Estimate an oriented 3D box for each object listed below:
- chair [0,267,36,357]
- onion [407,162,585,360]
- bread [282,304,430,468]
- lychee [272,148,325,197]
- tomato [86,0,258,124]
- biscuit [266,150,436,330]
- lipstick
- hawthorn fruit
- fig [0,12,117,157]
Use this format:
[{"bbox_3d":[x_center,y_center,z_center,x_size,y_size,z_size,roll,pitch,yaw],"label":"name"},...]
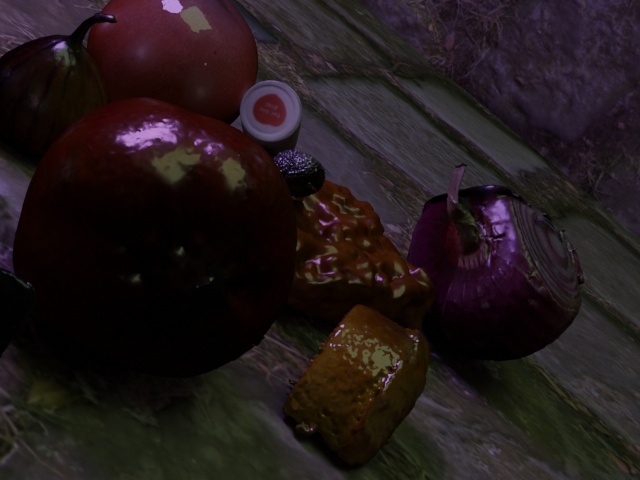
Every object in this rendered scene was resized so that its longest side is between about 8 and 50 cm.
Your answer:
[{"bbox_3d":[-0.367,0.014,1.015,0.221,0.140,0.145,28,24,-27],"label":"chair"},{"bbox_3d":[0.249,0.063,1.758,0.272,0.256,0.230,16,67,-22],"label":"onion"},{"bbox_3d":[0.050,0.156,1.398,0.143,0.139,0.229,30,19,3],"label":"bread"},{"bbox_3d":[-0.031,-0.087,1.578,0.083,0.068,0.067,42,-16,27],"label":"lychee"},{"bbox_3d":[-0.214,-0.267,1.741,0.256,0.224,0.256,40,20,-18],"label":"tomato"},{"bbox_3d":[0.000,0.000,1.662,0.318,0.110,0.312,14,28,-41],"label":"biscuit"},{"bbox_3d":[-0.074,-0.172,1.771,0.087,0.087,0.327,37,-2,-1],"label":"lipstick"},{"bbox_3d":[-0.172,-0.015,1.213,0.295,0.295,0.311,12,31,-48],"label":"hawthorn fruit"},{"bbox_3d":[-0.337,-0.190,1.459,0.149,0.202,0.148,-28,46,-29],"label":"fig"}]
